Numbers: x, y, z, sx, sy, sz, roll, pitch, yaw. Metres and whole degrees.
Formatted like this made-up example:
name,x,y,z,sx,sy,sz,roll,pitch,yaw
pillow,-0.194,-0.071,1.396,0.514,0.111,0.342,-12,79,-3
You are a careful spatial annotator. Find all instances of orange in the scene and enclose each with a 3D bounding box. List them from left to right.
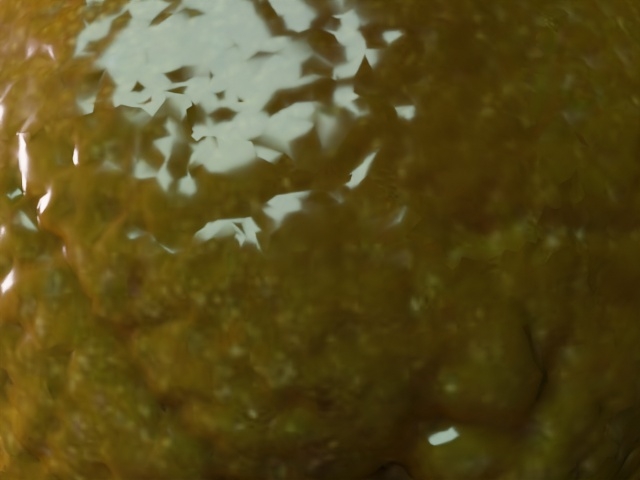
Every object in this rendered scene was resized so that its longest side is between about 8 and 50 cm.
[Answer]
name,x,y,z,sx,sy,sz,roll,pitch,yaw
orange,0.000,0.000,0.667,0.322,0.322,0.357,-25,35,8
